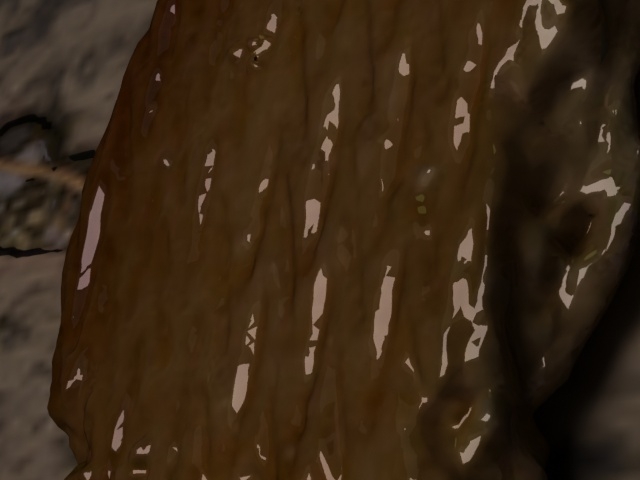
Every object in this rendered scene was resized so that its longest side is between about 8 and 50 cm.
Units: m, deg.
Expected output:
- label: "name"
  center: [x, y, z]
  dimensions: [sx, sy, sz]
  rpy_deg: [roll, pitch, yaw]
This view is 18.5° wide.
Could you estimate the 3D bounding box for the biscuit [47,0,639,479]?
- label: "biscuit"
  center: [0.001, 0.000, 0.377]
  dimensions: [0.144, 0.033, 0.224]
  rpy_deg: [-12, 62, 48]
